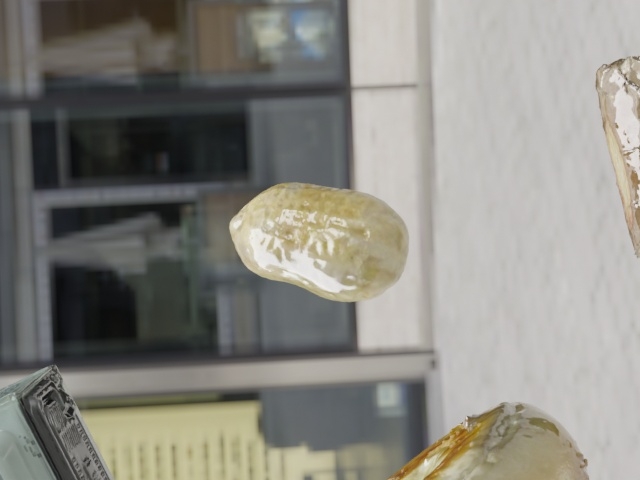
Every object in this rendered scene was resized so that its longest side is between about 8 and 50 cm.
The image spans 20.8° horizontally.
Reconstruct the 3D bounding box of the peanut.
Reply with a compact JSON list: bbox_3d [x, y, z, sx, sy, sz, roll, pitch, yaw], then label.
[{"bbox_3d":[0.000,0.000,1.986,0.129,0.224,0.129,-41,-41,-49],"label":"peanut"}]

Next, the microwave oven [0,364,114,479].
[{"bbox_3d":[-0.213,0.216,1.311,0.208,0.122,0.162,63,-176,-3],"label":"microwave oven"}]

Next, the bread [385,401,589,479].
[{"bbox_3d":[0.164,0.248,1.623,0.171,0.192,0.314,47,176,0],"label":"bread"}]

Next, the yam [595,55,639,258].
[{"bbox_3d":[0.390,-0.101,1.951,0.128,0.129,0.238,121,140,-75],"label":"yam"}]
